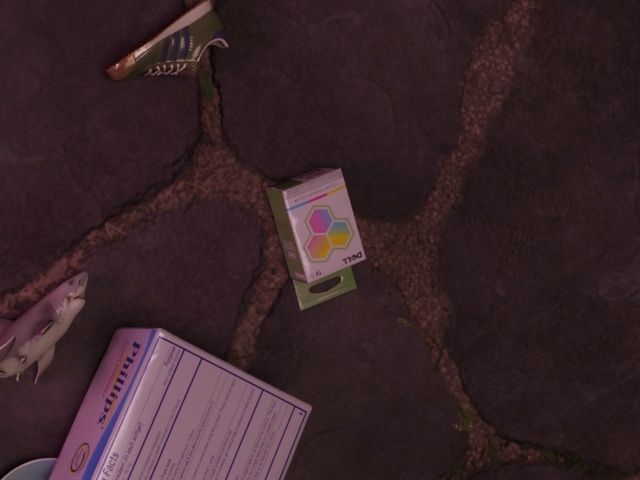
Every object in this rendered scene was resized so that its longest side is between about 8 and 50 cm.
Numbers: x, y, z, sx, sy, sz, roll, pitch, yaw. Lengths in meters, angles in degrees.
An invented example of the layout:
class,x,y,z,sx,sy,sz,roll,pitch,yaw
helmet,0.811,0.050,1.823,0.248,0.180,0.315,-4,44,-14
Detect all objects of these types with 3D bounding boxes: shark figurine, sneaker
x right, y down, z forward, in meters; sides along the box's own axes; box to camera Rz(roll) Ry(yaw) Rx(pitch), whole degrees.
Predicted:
class,x,y,z,sx,sy,sz,roll,pitch,yaw
shark figurine,-0.437,0.133,1.899,0.116,0.278,0.166,32,114,9
sneaker,-0.211,-0.266,2.001,0.192,0.064,0.086,-40,108,-21

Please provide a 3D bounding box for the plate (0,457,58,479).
class,x,y,z,sx,sy,sz,roll,pitch,yaw
plate,-0.403,0.404,2.010,0.188,0.024,0.188,-4,99,-27

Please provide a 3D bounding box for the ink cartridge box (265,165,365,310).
class,x,y,z,sx,sy,sz,roll,pitch,yaw
ink cartridge box,0.000,0.000,2.150,0.109,0.062,0.209,-22,107,-25

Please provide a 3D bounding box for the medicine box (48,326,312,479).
class,x,y,z,sx,sy,sz,roll,pitch,yaw
medicine box,-0.201,0.301,2.012,0.289,0.149,0.263,30,73,-26
